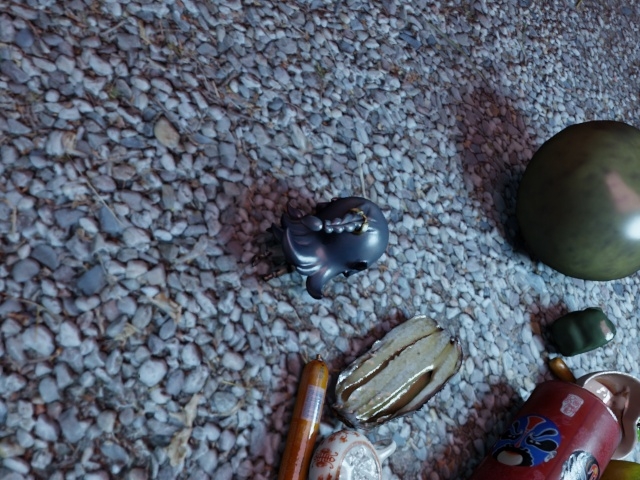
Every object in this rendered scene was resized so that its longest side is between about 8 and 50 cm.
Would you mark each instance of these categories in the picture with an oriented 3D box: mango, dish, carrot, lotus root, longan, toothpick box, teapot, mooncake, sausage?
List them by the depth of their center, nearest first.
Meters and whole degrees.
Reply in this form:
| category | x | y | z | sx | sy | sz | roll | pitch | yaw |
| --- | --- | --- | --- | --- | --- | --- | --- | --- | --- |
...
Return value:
| category | x | y | z | sx | sy | sz | roll | pitch | yaw |
| --- | --- | --- | --- | --- | --- | --- | --- | --- | --- |
| teapot | 0.054 | 0.418 | 1.033 | 0.245 | 0.116 | 0.159 | -28 | 85 | -48 |
| sausage | -0.038 | 0.371 | 1.038 | 0.053 | 0.053 | 0.348 | 24 | 61 | -19 |
| lotus root | 0.153 | 0.283 | 1.173 | 0.329 | 0.078 | 0.167 | -25 | 61 | -32 |
| toothpick box | 0.455 | 0.470 | 1.187 | 0.333 | 0.204 | 0.204 | -35 | 90 | -35 |
| mango | 0.641 | 0.542 | 1.259 | 0.151 | 0.221 | 0.120 | -17 | 63 | -1 |
| dish | 0.667 | 0.404 | 1.371 | 0.213 | 0.090 | 0.213 | 0 | 89 | -13 |
| carrot | 0.630 | 0.369 | 1.424 | 0.037 | 0.037 | 0.190 | -38 | 92 | -35 |
| mooncake | 0.662 | 0.221 | 1.426 | 0.168 | 0.175 | 0.104 | -14 | 76 | -6 |
| longan | 0.688 | -0.094 | 1.451 | 0.404 | 0.404 | 0.336 | 67 | 17 | 9 |

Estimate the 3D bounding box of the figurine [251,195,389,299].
| category | x | y | z | sx | sy | sz | roll | pitch | yaw |
| --- | --- | --- | --- | --- | --- | --- | --- | --- | --- |
| figurine | 0.014 | 0.004 | 1.153 | 0.265 | 0.197 | 0.175 | -32 | 113 | -39 |
